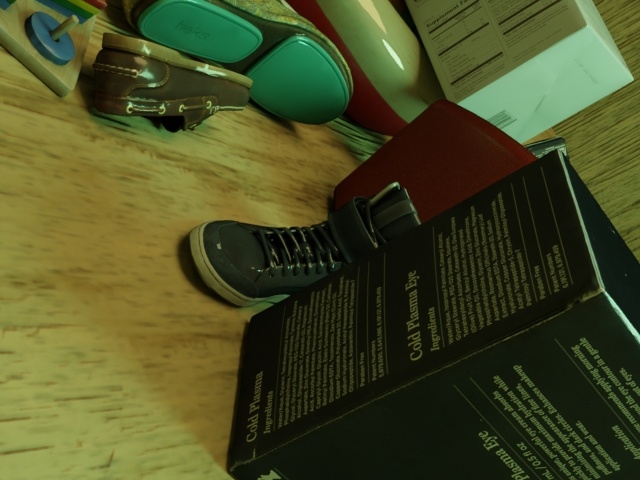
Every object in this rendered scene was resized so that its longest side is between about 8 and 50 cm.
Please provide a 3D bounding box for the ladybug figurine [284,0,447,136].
[{"bbox_3d":[0.050,-0.304,1.313,0.449,0.162,0.305,48,26,-26],"label":"ladybug figurine"}]

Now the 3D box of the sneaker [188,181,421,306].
[{"bbox_3d":[0.000,-0.002,0.849,0.226,0.163,0.086,17,49,-57],"label":"sneaker"}]

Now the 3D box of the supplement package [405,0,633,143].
[{"bbox_3d":[0.252,-0.301,1.260,0.199,0.198,0.262,20,46,-55],"label":"supplement package"}]

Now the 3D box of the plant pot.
[{"bbox_3d":[0.168,-0.003,1.103,0.267,0.267,0.235,35,21,-45],"label":"plant pot"}]

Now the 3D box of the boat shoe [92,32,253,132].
[{"bbox_3d":[-0.135,-0.136,0.863,0.207,0.073,0.073,1,99,-60],"label":"boat shoe"}]

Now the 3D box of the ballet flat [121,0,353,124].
[{"bbox_3d":[-0.080,-0.231,1.017,0.349,0.123,0.123,19,46,-53],"label":"ballet flat"}]

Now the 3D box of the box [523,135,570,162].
[{"bbox_3d":[0.333,0.009,1.465,0.395,0.097,0.318,-21,95,-61],"label":"box"}]

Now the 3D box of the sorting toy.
[{"bbox_3d":[-0.232,-0.212,0.770,0.132,0.046,0.274,44,27,-33],"label":"sorting toy"}]

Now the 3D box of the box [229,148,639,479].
[{"bbox_3d":[0.155,0.156,0.784,0.343,0.313,0.179,48,25,-28],"label":"box"}]
